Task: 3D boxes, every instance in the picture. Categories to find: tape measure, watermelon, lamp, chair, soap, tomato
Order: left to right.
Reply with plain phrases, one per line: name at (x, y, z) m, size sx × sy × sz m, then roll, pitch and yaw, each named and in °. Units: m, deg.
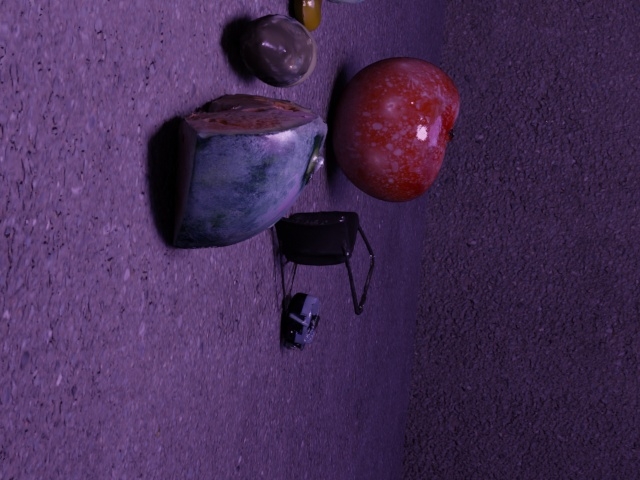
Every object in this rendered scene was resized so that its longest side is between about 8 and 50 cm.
watermelon at (-0.079, -0.078, 1.660) m, size 0.322 × 0.175 × 0.188 m, roll -50°, pitch 144°, yaw -67°
lamp at (-0.059, -0.263, 1.833) m, size 0.250 × 0.101 × 0.101 m, roll 6°, pitch 91°, yaw -76°
tape measure at (-0.034, 0.137, 2.269) m, size 0.091 × 0.054 × 0.094 m, roll -33°, pitch 138°, yaw -72°
soap at (-0.014, -0.397, 2.087) m, size 0.089 × 0.045 × 0.140 m, roll 81°, pitch 19°, yaw -60°
chair at (0.000, 0.000, 2.172) m, size 0.221 × 0.140 × 0.145 m, roll 78°, pitch 18°, yaw -45°
tomato at (0.134, -0.213, 2.448) m, size 0.270 × 0.227 × 0.270 m, roll -158°, pitch -90°, yaw -89°

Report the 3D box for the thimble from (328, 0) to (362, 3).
thimble at (0.049, -0.470, 1.981) m, size 0.211 × 0.185 × 0.149 m, roll -41°, pitch 147°, yaw -22°
